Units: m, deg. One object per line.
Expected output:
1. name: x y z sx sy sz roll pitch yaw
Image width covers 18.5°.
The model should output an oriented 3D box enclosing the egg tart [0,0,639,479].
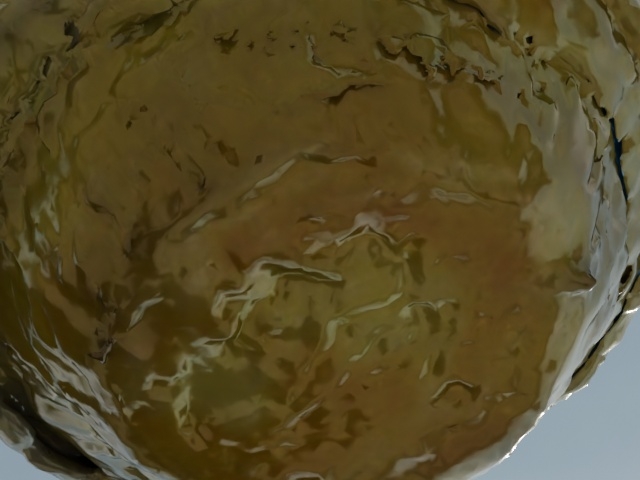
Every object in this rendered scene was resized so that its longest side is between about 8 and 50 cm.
1. egg tart: 0.000 0.000 0.910 0.388 0.169 0.388 -6 -56 -9
